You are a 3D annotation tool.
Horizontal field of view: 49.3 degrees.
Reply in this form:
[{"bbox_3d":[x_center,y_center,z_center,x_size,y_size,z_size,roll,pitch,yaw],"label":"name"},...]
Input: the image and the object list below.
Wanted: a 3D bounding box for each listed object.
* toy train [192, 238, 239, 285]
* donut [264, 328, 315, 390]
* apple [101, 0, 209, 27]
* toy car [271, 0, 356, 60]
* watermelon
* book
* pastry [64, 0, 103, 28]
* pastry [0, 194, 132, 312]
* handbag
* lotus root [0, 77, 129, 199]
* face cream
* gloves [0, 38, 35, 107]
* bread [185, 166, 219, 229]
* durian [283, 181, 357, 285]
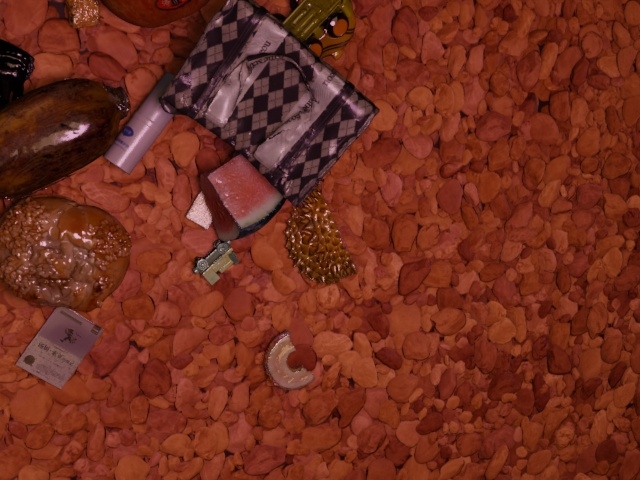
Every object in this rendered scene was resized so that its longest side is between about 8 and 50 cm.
[{"bbox_3d":[-0.263,0.052,1.758,0.122,0.050,0.081,-41,113,-10],"label":"toy train"},{"bbox_3d":[-0.096,0.326,1.846,0.108,0.065,0.166,-30,107,-13],"label":"donut"},{"bbox_3d":[-0.353,-0.604,1.524,0.309,0.277,0.250,-2,128,0],"label":"apple"},{"bbox_3d":[-0.016,-0.498,1.703,0.248,0.200,0.142,-43,140,4],"label":"toy car"},{"bbox_3d":[-0.168,-0.144,1.693,0.226,0.148,0.318,28,85,-31],"label":"watermelon"},{"bbox_3d":[-0.626,0.255,1.678,0.127,0.014,0.182,37,85,-20],"label":"book"},{"bbox_3d":[-0.538,-0.552,1.572,0.080,0.056,0.140,-15,101,-28],"label":"pastry"},{"bbox_3d":[-0.587,0.030,1.584,0.310,0.162,0.255,13,91,-22],"label":"pastry"},{"bbox_3d":[-0.123,-0.310,1.568,0.416,0.180,0.317,39,103,-10],"label":"handbag"},{"bbox_3d":[-0.603,-0.228,1.527,0.397,0.179,0.196,-29,97,-13],"label":"lotus root"},{"bbox_3d":[-0.408,-0.277,1.644,0.077,0.077,0.250,37,83,-20],"label":"face cream"},{"bbox_3d":[-0.713,-0.342,1.514,0.129,0.106,0.181,27,84,-23],"label":"gloves"},{"bbox_3d":[-0.273,-0.105,1.743,0.068,0.028,0.154,31,88,-20],"label":"bread"},{"bbox_3d":[-0.007,0.008,1.814,0.186,0.154,0.260,-34,101,14],"label":"durian"}]
